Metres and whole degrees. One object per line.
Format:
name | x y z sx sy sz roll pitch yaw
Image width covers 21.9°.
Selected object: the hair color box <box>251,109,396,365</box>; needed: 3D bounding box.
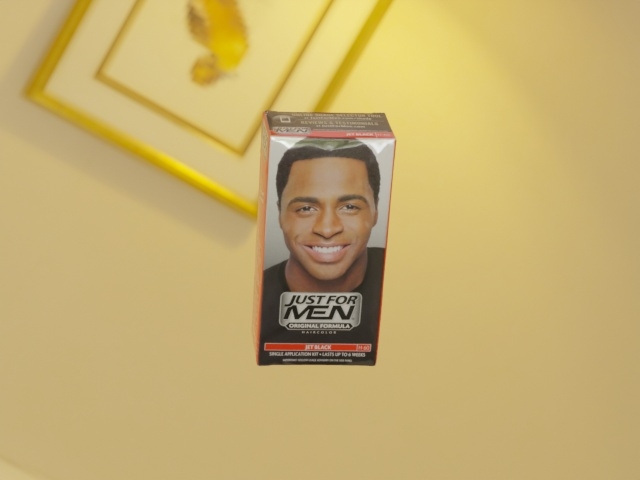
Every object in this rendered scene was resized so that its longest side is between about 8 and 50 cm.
hair color box | 0.000 0.000 0.929 0.072 0.141 0.043 0 -156 -7
